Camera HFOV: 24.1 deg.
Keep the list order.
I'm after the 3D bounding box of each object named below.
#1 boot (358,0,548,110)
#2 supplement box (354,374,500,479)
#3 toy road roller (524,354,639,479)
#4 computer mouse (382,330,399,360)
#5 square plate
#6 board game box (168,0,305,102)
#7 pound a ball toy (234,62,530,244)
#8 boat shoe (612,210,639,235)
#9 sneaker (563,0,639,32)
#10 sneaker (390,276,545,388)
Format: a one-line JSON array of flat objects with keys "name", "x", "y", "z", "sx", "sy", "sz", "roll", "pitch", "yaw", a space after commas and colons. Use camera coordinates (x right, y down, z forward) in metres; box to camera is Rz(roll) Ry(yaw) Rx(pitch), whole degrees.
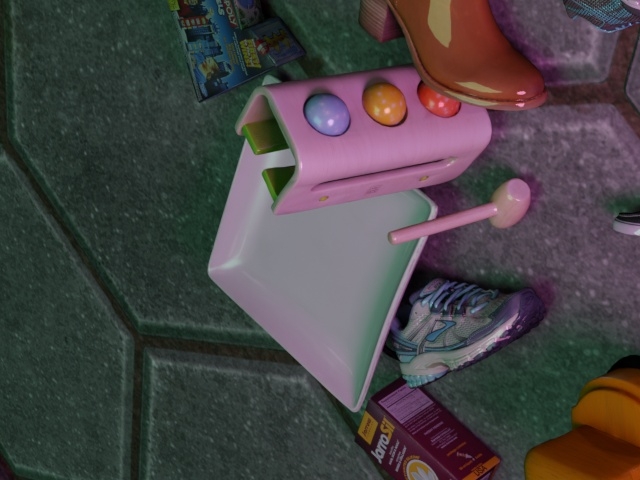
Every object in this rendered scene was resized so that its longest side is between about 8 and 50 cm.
[{"name": "boot", "x": 0.162, "y": -0.292, "z": 1.691, "sx": 0.283, "sy": 0.109, "sz": 0.220, "roll": 43, "pitch": 136, "yaw": 34}, {"name": "supplement box", "x": 0.147, "y": 0.293, "z": 2.091, "sx": 0.188, "sy": 0.081, "sz": 0.104, "roll": 41, "pitch": 139, "yaw": 25}, {"name": "toy road roller", "x": 0.359, "y": 0.301, "z": 1.677, "sx": 0.202, "sy": 0.241, "sz": 0.329, "roll": 21, "pitch": 122, "yaw": 53}, {"name": "computer mouse", "x": 0.065, "y": 0.088, "z": 2.098, "sx": 0.242, "sy": 0.041, "sz": 0.071, "roll": 43, "pitch": 128, "yaw": 14}, {"name": "square plate", "x": 0.000, "y": 0.000, "z": 2.041, "sx": 0.347, "sy": 0.049, "sz": 0.344, "roll": 41, "pitch": 127, "yaw": 33}, {"name": "board game box", "x": -0.115, "y": -0.289, "z": 2.038, "sx": 0.194, "sy": 0.060, "sz": 0.194, "roll": 4, "pitch": 116, "yaw": 47}, {"name": "pound a ball toy", "x": 0.092, "y": -0.104, "z": 1.739, "sx": 0.208, "sy": 0.319, "sz": 0.135, "roll": 65, "pitch": 147, "yaw": 21}, {"name": "boat shoe", "x": 0.383, "y": -0.025, "z": 1.639, "sx": 0.142, "sy": 0.049, "sz": 0.040, "roll": 6, "pitch": 98, "yaw": 46}, {"name": "sneaker", "x": 0.318, "y": -0.249, "z": 1.566, "sx": 0.166, "sy": 0.065, "sz": 0.076, "roll": 29, "pitch": 149, "yaw": 40}, {"name": "sneaker", "x": 0.170, "y": 0.102, "z": 1.919, "sx": 0.283, "sy": 0.110, "sz": 0.122, "roll": -34, "pitch": 83, "yaw": 53}]
